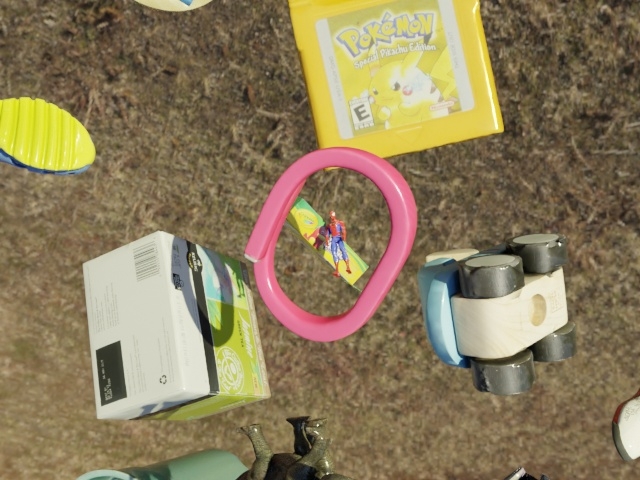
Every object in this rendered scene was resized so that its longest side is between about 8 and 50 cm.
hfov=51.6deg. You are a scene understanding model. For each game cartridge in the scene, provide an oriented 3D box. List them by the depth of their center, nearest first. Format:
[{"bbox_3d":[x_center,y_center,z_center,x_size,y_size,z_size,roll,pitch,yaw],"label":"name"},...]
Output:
[{"bbox_3d":[0.108,-0.291,1.013,0.285,0.324,0.053,-12,-176,4],"label":"game cartridge"}]

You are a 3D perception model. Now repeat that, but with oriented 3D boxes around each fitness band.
[{"bbox_3d":[0.010,0.007,0.921,0.209,0.054,0.291,33,116,13],"label":"fitness band"}]

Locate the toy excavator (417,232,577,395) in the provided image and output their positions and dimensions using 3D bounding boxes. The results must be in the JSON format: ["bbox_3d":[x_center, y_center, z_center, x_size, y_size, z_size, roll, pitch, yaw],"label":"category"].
[{"bbox_3d":[0.295,0.098,1.330,0.432,0.223,0.445,-18,-167,-39],"label":"toy excavator"}]

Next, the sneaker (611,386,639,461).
[{"bbox_3d":[0.703,0.349,1.342,0.270,0.090,0.145,-23,177,-44],"label":"sneaker"}]

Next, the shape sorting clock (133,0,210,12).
[{"bbox_3d":[-0.210,-0.407,0.879,0.206,0.206,0.040,25,172,-25],"label":"shape sorting clock"}]

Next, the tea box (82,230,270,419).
[{"bbox_3d":[-0.301,0.197,1.415,0.219,0.329,0.323,-21,159,20],"label":"tea box"}]

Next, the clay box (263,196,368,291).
[{"bbox_3d":[0.000,0.000,1.238,0.222,0.053,0.127,44,175,-27],"label":"clay box"}]

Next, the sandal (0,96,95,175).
[{"bbox_3d":[-0.561,-0.186,1.177,0.317,0.126,0.138,15,163,-11],"label":"sandal"}]

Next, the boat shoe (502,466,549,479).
[{"bbox_3d":[0.316,0.557,1.198,0.127,0.340,0.158,1,113,46],"label":"boat shoe"}]

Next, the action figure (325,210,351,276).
[{"bbox_3d":[0.028,0.002,1.121,0.038,0.115,0.030,-19,153,19],"label":"action figure"}]

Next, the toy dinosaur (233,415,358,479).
[{"bbox_3d":[-0.024,0.298,0.791,0.121,0.161,0.313,3,168,-44],"label":"toy dinosaur"}]

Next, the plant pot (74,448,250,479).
[{"bbox_3d":[-0.302,0.591,1.350,0.341,0.341,0.334,-9,175,26],"label":"plant pot"}]
